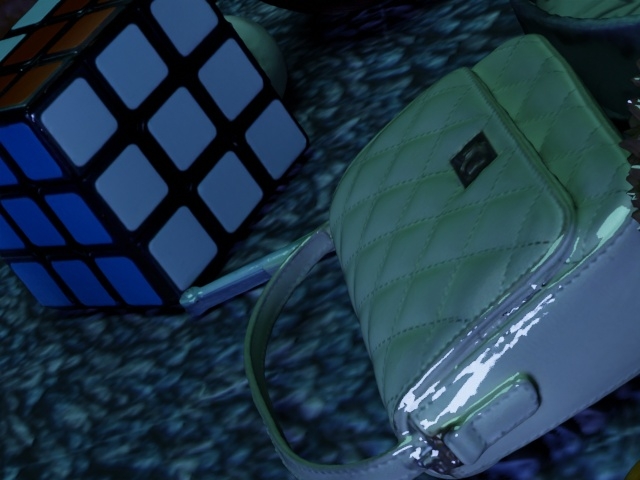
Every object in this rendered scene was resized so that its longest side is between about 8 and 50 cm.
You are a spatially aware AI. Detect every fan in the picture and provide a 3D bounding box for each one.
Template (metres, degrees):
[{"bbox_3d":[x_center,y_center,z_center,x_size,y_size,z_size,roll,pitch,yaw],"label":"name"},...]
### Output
[{"bbox_3d":[0.000,0.000,0.862,0.193,0.016,0.038,-27,29,20],"label":"fan"}]

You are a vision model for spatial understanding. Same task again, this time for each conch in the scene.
[{"bbox_3d":[-0.064,-0.139,1.089,0.094,0.104,0.176,-45,9,28],"label":"conch"}]

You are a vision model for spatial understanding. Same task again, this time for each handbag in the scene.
[{"bbox_3d":[0.052,0.016,0.706,0.219,0.079,0.256,-37,24,9],"label":"handbag"}]

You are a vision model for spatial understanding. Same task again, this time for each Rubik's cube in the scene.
[{"bbox_3d":[-0.135,-0.063,0.970,0.161,0.162,0.163,-4,42,48],"label":"Rubik's cube"}]

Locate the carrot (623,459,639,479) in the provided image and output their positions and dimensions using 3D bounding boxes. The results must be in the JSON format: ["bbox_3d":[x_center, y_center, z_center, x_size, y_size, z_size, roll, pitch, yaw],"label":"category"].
[{"bbox_3d":[0.109,0.109,0.505,0.048,0.048,0.139,-13,32,40],"label":"carrot"}]

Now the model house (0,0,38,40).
[{"bbox_3d":[-0.313,-0.240,1.428,0.220,0.229,0.199,-34,31,3],"label":"model house"}]

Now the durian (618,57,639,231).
[{"bbox_3d":[0.176,-0.012,0.502,0.196,0.167,0.196,-46,21,24],"label":"durian"}]

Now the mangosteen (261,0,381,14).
[{"bbox_3d":[0.028,-0.283,1.113,0.261,0.235,0.235,-5,7,-33],"label":"mangosteen"}]

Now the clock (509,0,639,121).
[{"bbox_3d":[0.249,-0.188,0.804,0.325,0.067,0.325,-29,27,16],"label":"clock"}]
